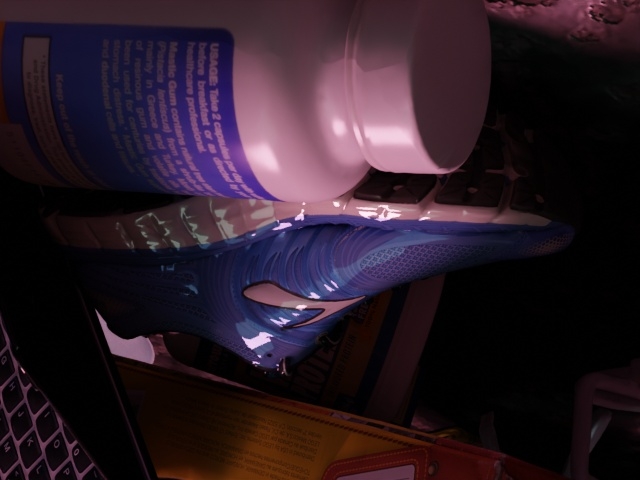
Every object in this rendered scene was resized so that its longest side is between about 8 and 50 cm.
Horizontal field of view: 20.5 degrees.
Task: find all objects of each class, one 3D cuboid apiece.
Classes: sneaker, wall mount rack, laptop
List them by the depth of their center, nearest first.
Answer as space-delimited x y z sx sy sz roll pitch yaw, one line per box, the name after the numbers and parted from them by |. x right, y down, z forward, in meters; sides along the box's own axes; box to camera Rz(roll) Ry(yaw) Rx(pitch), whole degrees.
0.000 0.000 1.099 0.330 0.130 0.147 -5 126 16 | sneaker
-0.260 0.070 1.135 0.236 0.382 0.408 17 127 -44 | laptop
0.353 0.152 1.235 0.304 0.130 0.350 18 159 -35 | wall mount rack

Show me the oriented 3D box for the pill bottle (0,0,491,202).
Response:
-0.050 -0.099 0.993 0.272 0.152 0.152 5 150 26 | pill bottle

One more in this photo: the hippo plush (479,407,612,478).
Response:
0.200 0.307 1.538 0.234 0.294 0.236 -6 165 38 | hippo plush

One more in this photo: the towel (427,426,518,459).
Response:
0.184 0.234 1.610 0.237 0.021 0.102 31 152 -23 | towel

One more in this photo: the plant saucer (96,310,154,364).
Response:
-0.229 0.055 1.523 0.195 0.037 0.195 14 152 8 | plant saucer

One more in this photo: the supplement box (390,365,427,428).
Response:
0.031 0.127 1.469 0.083 0.056 0.083 23 153 -9 | supplement box

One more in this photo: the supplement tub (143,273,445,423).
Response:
-0.024 0.036 1.235 0.200 0.144 0.144 19 153 0 | supplement tub

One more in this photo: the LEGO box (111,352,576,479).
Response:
0.057 0.239 1.204 0.372 0.193 0.500 24 170 -35 | LEGO box
